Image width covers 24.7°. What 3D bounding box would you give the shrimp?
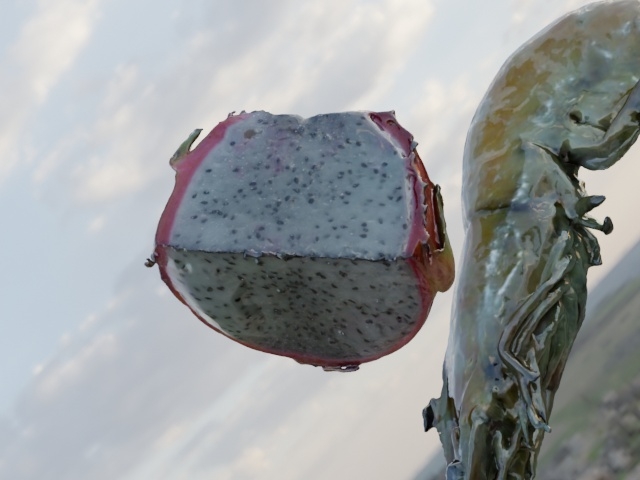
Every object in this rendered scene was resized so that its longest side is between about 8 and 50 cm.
[{"bbox_3d":[0.127,0.011,0.671,0.169,0.058,0.296,-14,57,42],"label":"shrimp"}]

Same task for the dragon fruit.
[{"bbox_3d":[0.000,0.000,0.411,0.060,0.083,0.056,70,-157,-48],"label":"dragon fruit"}]
